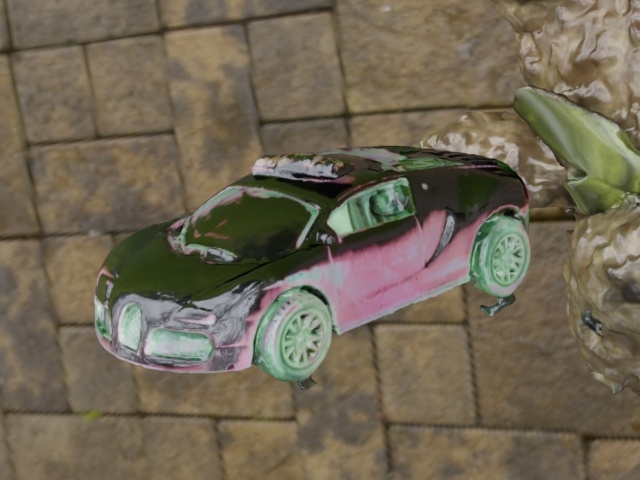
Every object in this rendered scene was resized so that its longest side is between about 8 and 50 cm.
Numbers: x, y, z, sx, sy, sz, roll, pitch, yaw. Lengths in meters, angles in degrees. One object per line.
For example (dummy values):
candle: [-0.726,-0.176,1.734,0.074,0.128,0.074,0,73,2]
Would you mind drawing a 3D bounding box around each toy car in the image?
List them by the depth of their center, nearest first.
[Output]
toy car: [0.000,0.000,0.427,0.069,0.142,0.055,14,116,44]

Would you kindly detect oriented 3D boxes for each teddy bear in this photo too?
teddy bear: [0.147,-0.058,0.709,0.246,0.296,0.222,-10,59,29]
